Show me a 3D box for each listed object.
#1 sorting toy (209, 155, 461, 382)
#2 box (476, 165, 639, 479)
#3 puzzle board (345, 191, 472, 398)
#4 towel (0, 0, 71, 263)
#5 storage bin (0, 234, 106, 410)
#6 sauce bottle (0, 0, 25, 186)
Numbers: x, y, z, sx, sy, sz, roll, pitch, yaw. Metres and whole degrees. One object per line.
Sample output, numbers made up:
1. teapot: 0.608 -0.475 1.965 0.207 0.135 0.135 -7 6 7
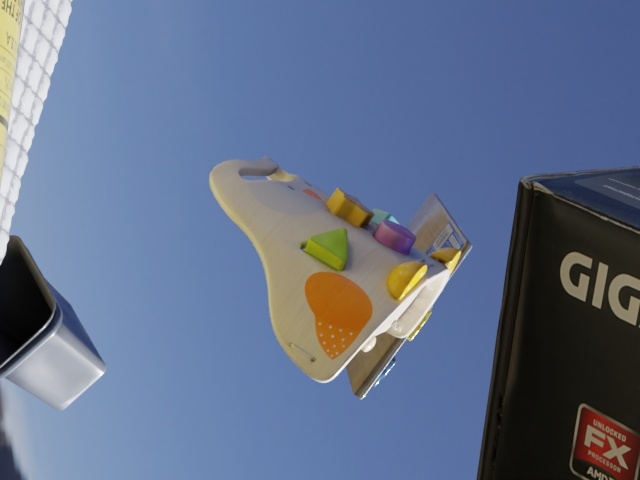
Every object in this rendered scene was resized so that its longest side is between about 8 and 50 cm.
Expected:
1. sorting toy: 0.000 0.000 0.501 0.075 0.083 0.045 41 -72 11
2. box: 0.114 0.098 0.283 0.220 0.051 0.175 29 -61 50
3. puzzle board: 0.044 0.027 0.829 0.096 0.011 0.128 -54 -169 8
4. towel: -0.239 -0.138 0.867 0.235 0.121 0.284 43 58 -70
5. storage bin: -0.241 0.079 1.274 0.091 0.098 0.135 47 1 -40
6. sauce bottle: -0.147 0.042 0.403 0.111 0.111 0.344 161 -63 -72
